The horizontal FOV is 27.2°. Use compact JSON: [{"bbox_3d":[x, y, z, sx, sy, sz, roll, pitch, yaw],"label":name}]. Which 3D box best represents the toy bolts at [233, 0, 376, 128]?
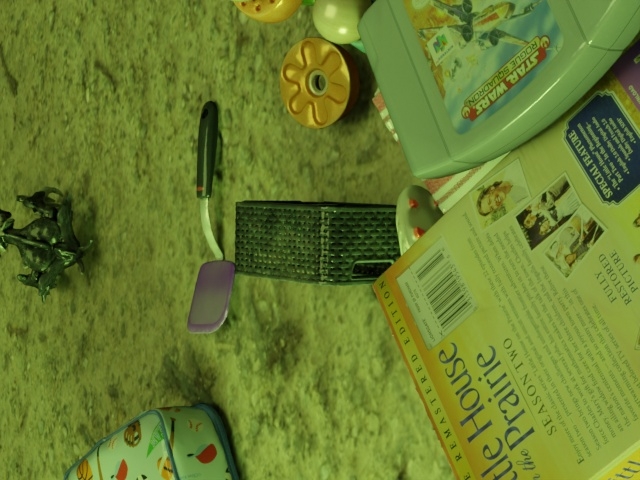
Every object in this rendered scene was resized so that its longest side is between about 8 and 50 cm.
[{"bbox_3d":[-0.003,-0.217,1.374,0.229,0.158,0.218,10,104,38],"label":"toy bolts"}]

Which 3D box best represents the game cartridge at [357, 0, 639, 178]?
[{"bbox_3d":[0.153,-0.188,1.138,0.297,0.062,0.198,-42,55,43],"label":"game cartridge"}]

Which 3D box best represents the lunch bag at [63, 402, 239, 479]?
[{"bbox_3d":[-0.215,0.363,1.715,0.303,0.115,0.243,-41,62,42],"label":"lunch bag"}]

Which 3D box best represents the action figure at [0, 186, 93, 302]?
[{"bbox_3d":[-0.432,-0.005,1.959,0.276,0.141,0.164,15,95,23],"label":"action figure"}]

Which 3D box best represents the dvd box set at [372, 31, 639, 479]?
[{"bbox_3d":[0.244,0.024,1.078,0.420,0.062,0.307,-46,45,25],"label":"dvd box set"}]

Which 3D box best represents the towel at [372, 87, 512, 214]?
[{"bbox_3d":[0.143,-0.111,1.317,0.144,0.029,0.197,-44,71,43],"label":"towel"}]

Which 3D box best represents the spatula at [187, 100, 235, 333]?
[{"bbox_3d":[-0.140,-0.031,1.678,0.084,0.030,0.296,-4,87,50],"label":"spatula"}]

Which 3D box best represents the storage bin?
[{"bbox_3d":[0.000,0.000,1.435,0.180,0.122,0.084,6,96,50],"label":"storage bin"}]

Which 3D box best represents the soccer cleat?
[{"bbox_3d":[0.108,0.041,1.351,0.076,0.068,0.196,-33,69,49],"label":"soccer cleat"}]
